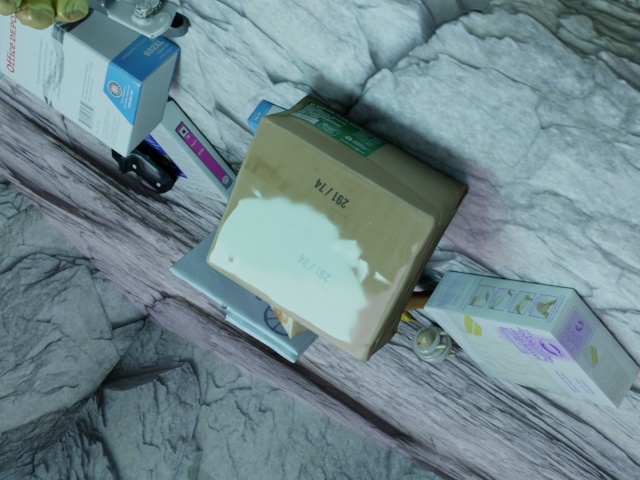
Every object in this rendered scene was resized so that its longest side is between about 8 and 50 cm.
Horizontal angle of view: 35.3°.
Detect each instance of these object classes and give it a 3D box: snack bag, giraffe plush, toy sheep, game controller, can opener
[{"bbox_3d":[-0.107,0.071,2.124,0.342,0.323,0.037,31,135,13],"label":"snack bag"},{"bbox_3d":[-0.477,-0.459,1.641,0.181,0.210,0.170,18,-177,-42],"label":"giraffe plush"},{"bbox_3d":[0.254,0.233,2.242,0.091,0.091,0.132,22,163,37],"label":"toy sheep"},{"bbox_3d":[-0.409,-0.175,2.324,0.166,0.067,0.319,29,173,-9],"label":"game controller"},{"bbox_3d":[-0.356,-0.409,1.710,0.280,0.074,0.093,29,162,19],"label":"can opener"}]

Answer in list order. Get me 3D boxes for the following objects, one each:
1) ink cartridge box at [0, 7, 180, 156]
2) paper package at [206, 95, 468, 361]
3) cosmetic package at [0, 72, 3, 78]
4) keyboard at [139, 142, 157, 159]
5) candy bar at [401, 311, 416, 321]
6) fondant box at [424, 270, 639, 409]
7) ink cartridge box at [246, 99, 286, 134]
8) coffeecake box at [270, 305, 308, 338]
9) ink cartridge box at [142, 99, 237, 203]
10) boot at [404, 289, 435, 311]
[{"bbox_3d":[-0.436,-0.336,1.866,0.307,0.129,0.223,34,145,4],"label":"ink cartridge box"},{"bbox_3d":[0.024,-0.023,1.627,0.325,0.168,0.309,31,118,13],"label":"paper package"},{"bbox_3d":[-0.749,-0.414,2.171,0.138,0.225,0.224,46,161,-28],"label":"cosmetic package"},{"bbox_3d":[-0.443,-0.231,2.423,0.180,0.023,0.108,31,168,11],"label":"keyboard"},{"bbox_3d":[0.160,0.140,2.278,0.040,0.018,0.161,4,145,52],"label":"candy bar"},{"bbox_3d":[0.380,0.177,1.843,0.238,0.096,0.330,45,159,-28],"label":"fondant box"},{"bbox_3d":[-0.059,-0.186,1.780,0.122,0.052,0.088,25,159,27],"label":"ink cartridge box"},{"bbox_3d":[-0.071,0.065,1.838,0.185,0.068,0.142,56,162,22],"label":"coffeecake box"},{"bbox_3d":[-0.327,-0.223,2.156,0.176,0.069,0.371,19,158,44],"label":"ink cartridge box"},{"bbox_3d":[0.123,0.134,1.961,0.280,0.096,0.264,2,174,-11],"label":"boot"}]
